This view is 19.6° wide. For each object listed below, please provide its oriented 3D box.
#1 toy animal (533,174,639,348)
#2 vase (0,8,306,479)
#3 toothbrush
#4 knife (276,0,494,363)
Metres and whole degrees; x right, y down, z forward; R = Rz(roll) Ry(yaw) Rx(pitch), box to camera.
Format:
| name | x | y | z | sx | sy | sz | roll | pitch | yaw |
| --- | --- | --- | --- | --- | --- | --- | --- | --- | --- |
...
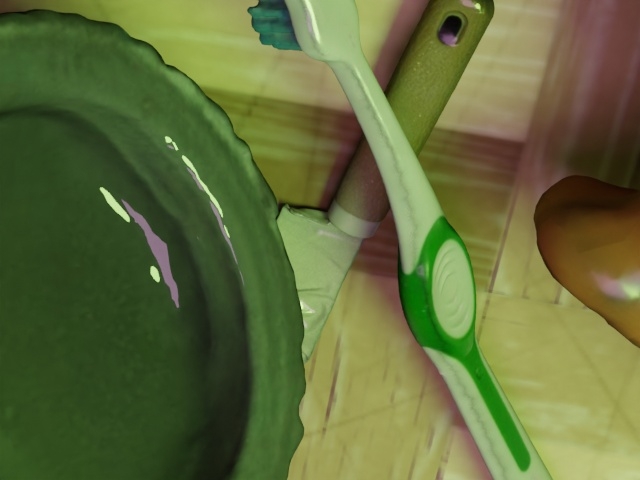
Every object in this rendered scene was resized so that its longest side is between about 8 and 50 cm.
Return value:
| name | x | y | z | sx | sy | sz | roll | pitch | yaw |
| --- | --- | --- | --- | --- | --- | --- | --- | --- | --- |
| toy animal | 0.242 | -0.045 | 0.677 | 0.216 | 0.191 | 0.338 | 34 | 123 | -10 |
| vase | -0.187 | 0.050 | 0.751 | 0.291 | 0.245 | 0.245 | -9 | 127 | 40 |
| toothbrush | 0.057 | 0.028 | 0.820 | 0.040 | 0.042 | 0.418 | 6 | 138 | 40 |
| knife | 0.000 | -0.002 | 0.840 | 0.047 | 0.017 | 0.298 | 21 | 128 | -6 |
